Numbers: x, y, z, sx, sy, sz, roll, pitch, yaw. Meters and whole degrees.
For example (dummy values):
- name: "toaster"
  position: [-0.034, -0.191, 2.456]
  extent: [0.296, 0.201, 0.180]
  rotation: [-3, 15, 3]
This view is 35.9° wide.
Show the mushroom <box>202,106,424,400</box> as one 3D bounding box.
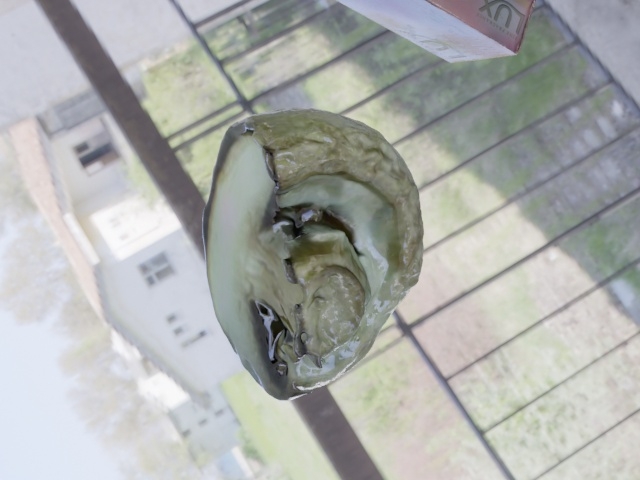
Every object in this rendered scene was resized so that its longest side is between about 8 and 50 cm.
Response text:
- name: "mushroom"
  position: [-0.004, 0.001, 0.927]
  extent: [0.190, 0.164, 0.266]
  rotation: [21, 122, 58]

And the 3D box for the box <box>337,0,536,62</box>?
- name: "box"
  position: [0.101, -0.216, 0.883]
  extent: [0.156, 0.060, 0.111]
  rotation: [24, 174, -27]
